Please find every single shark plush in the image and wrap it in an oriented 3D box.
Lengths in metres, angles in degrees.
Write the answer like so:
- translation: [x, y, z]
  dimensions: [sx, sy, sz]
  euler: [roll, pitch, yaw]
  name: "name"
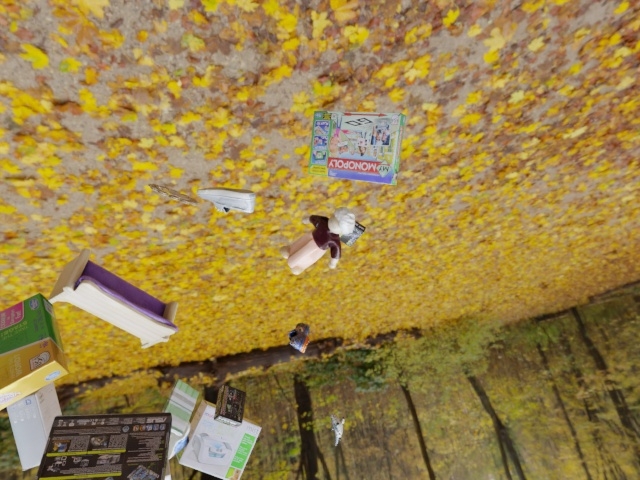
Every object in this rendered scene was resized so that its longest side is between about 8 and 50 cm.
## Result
- translation: [0.085, 0.977, 2.087]
  dimensions: [0.067, 0.161, 0.073]
  euler: [2, -163, 30]
  name: "shark plush"

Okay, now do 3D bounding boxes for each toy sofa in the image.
- translation: [-0.616, 0.183, 1.262]
  dimensions: [0.177, 0.150, 0.362]
  euler: [-26, 132, 23]
  name: "toy sofa"

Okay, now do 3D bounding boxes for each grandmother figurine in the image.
- translation: [0.000, 0.000, 1.383]
  dimensions: [0.342, 0.208, 0.104]
  euler: [-41, 175, 41]
  name: "grandmother figurine"

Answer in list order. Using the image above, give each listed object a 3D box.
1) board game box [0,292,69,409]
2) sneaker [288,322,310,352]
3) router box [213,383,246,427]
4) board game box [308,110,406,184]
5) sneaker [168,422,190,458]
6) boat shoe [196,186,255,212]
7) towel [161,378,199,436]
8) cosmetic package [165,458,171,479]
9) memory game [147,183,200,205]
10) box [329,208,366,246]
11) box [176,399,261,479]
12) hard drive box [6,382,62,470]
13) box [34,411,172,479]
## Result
- translation: [-0.790, 0.296, 0.948]
  dimensions: [0.316, 0.242, 0.064]
  euler: [-30, 141, -20]
  name: "board game box"
- translation: [-0.101, 0.427, 1.839]
  dimensions: [0.087, 0.083, 0.221]
  euler: [25, -174, -9]
  name: "sneaker"
- translation: [-0.312, 0.573, 1.394]
  dimensions: [0.092, 0.122, 0.038]
  euler: [34, 120, -26]
  name: "router box"
- translation: [0.108, -0.304, 1.304]
  dimensions: [0.317, 0.214, 0.046]
  euler: [13, -168, 32]
  name: "board game box"
- translation: [-0.490, 0.687, 1.416]
  dimensions: [0.152, 0.058, 0.084]
  euler: [-61, 166, 3]
  name: "sneaker"
- translation: [-0.311, -0.128, 1.307]
  dimensions: [0.227, 0.081, 0.079]
  euler: [9, -163, 26]
  name: "boat shoe"
- translation: [-0.474, 0.558, 1.347]
  dimensions: [0.023, 0.152, 0.113]
  euler: [-13, 132, 28]
  name: "towel"
- translation: [-0.569, 0.721, 1.195]
  dimensions: [0.231, 0.086, 0.117]
  euler: [-7, -164, -25]
  name: "cosmetic package"
- translation: [-0.520, -0.162, 1.432]
  dimensions: [0.186, 0.012, 0.186]
  euler: [24, -174, -3]
  name: "memory game"
- translation: [0.122, -0.063, 2.128]
  dimensions: [0.184, 0.045, 0.191]
  euler: [30, 149, -6]
  name: "box"
- translation: [-0.419, 0.827, 1.667]
  dimensions: [0.261, 0.231, 0.126]
  euler: [32, 159, -17]
  name: "box"
- translation: [-0.972, 0.625, 1.389]
  dimensions: [0.089, 0.232, 0.181]
  euler: [-14, -179, -18]
  name: "hard drive box"
- translation: [-0.503, 0.526, 0.945]
  dimensions: [0.269, 0.216, 0.060]
  euler: [4, 136, -15]
  name: "box"
